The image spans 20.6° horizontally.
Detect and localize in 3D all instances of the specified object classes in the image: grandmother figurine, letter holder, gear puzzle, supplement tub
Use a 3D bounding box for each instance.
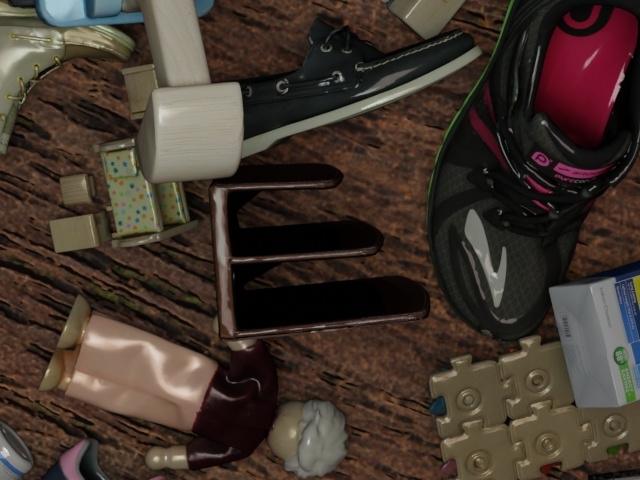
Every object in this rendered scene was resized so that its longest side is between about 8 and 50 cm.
[{"bbox_3d":[-0.125,0.168,1.932,0.342,0.104,0.207,23,122,-7],"label":"grandmother figurine"},{"bbox_3d":[0.000,0.000,1.809,0.214,0.302,0.152,-4,96,-1],"label":"letter holder"},{"bbox_3d":[0.285,0.167,1.955,0.339,0.044,0.175,-14,112,-6],"label":"gear puzzle"},{"bbox_3d":[-0.377,0.256,1.943,0.107,0.071,0.071,-39,96,2],"label":"supplement tub"}]

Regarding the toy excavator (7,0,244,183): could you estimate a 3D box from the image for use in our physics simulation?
[{"bbox_3d":[-0.181,-0.281,1.687,0.222,0.445,0.432,-5,97,-14],"label":"toy excavator"}]

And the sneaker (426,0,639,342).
[{"bbox_3d":[0.225,-0.095,1.821,0.185,0.202,0.482,11,118,-2],"label":"sneaker"}]

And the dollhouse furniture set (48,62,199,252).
[{"bbox_3d":[-0.238,-0.084,1.869,0.161,0.101,0.181,-8,97,25],"label":"dollhouse furniture set"}]

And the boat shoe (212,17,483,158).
[{"bbox_3d":[-0.001,-0.178,1.878,0.340,0.127,0.113,-20,95,16],"label":"boat shoe"}]

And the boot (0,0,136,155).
[{"bbox_3d":[-0.314,-0.168,1.877,0.213,0.077,0.165,10,79,3],"label":"boot"}]

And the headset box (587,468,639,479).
[{"bbox_3d":[0.348,0.293,1.985,0.083,0.032,0.062,-6,96,1],"label":"headset box"}]

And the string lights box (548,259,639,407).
[{"bbox_3d":[0.379,0.081,1.882,0.260,0.077,0.133,-16,93,-29],"label":"string lights box"}]

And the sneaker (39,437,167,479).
[{"bbox_3d":[-0.173,0.332,1.904,0.319,0.112,0.131,29,91,13],"label":"sneaker"}]

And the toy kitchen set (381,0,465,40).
[{"bbox_3d":[0.056,-0.341,1.897,0.122,0.166,0.207,-50,132,4],"label":"toy kitchen set"}]
